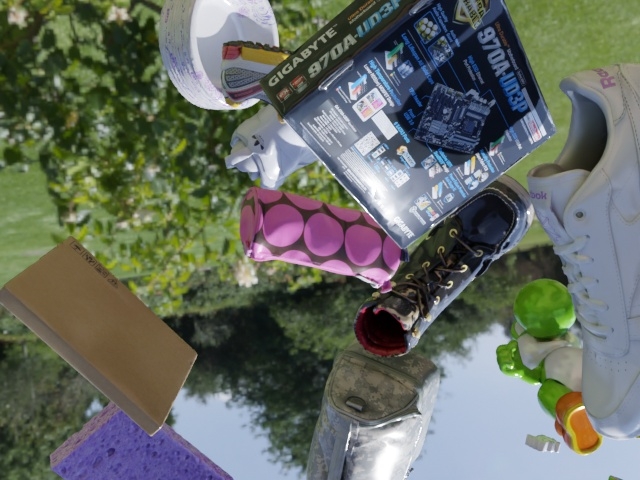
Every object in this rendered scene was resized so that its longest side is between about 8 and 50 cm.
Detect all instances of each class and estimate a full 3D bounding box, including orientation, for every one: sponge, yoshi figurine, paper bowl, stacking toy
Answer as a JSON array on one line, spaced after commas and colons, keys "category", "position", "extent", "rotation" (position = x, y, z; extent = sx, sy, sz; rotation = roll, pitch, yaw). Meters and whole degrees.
[{"category": "sponge", "position": [-0.210, 0.286, 0.877], "extent": [0.117, 0.210, 0.031], "rotation": [-42, -150, -4]}, {"category": "yoshi figurine", "position": [0.410, 0.181, 1.215], "extent": [0.203, 0.203, 0.362], "rotation": [30, -167, -14]}, {"category": "paper bowl", "position": [-0.229, -0.423, 1.536], "extent": [0.148, 0.284, 0.284], "rotation": [5, -176, 34]}, {"category": "stacking toy", "position": [0.390, 0.418, 1.112], "extent": [0.052, 0.167, 0.221], "rotation": [11, -177, -32]}]

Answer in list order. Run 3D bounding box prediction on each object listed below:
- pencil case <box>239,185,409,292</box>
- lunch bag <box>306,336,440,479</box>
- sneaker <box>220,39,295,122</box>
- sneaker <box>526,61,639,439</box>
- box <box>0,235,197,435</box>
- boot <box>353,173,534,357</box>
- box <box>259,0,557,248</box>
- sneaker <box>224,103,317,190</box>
[{"category": "pencil case", "position": [0.000, 0.000, 0.894], "extent": [0.209, 0.098, 0.095], "rotation": [12, 165, -18]}, {"category": "lunch bag", "position": [0.085, 0.379, 1.416], "extent": [0.212, 0.305, 0.256], "rotation": [23, -149, 22]}, {"category": "sneaker", "position": [-0.021, -0.199, 0.939], "extent": [0.225, 0.093, 0.088], "rotation": [8, -161, -10]}, {"category": "sneaker", "position": [0.228, 0.008, 0.580], "extent": [0.152, 0.305, 0.114], "rotation": [4, -173, -8]}, {"category": "box", "position": [-0.223, 0.093, 0.751], "extent": [0.021, 0.201, 0.164], "rotation": [-42, -170, 14]}, {"category": "boot", "position": [0.215, 0.057, 1.311], "extent": [0.284, 0.138, 0.377], "rotation": [-43, 176, -30]}, {"category": "box", "position": [0.082, -0.104, 0.574], "extent": [0.175, 0.051, 0.220], "rotation": [-39, 140, 8]}, {"category": "sneaker", "position": [-0.037, -0.193, 1.312], "extent": [0.210, 0.137, 0.366], "rotation": [-36, 173, 18]}]
